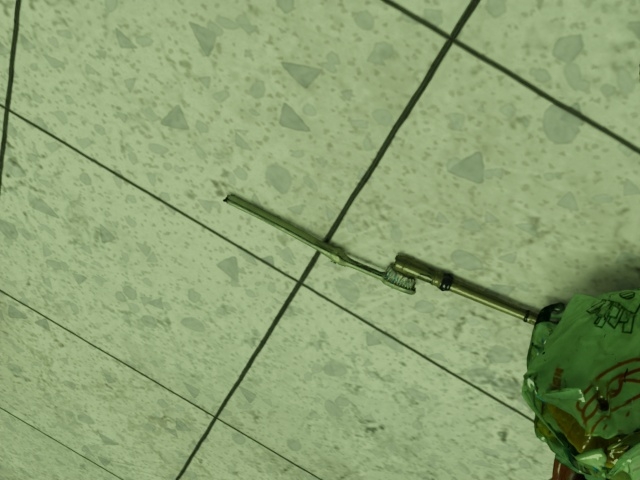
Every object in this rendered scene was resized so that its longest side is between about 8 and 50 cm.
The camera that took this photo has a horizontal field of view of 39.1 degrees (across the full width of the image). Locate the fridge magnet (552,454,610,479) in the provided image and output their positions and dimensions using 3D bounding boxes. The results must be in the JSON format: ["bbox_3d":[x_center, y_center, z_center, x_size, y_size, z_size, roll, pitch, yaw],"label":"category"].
[{"bbox_3d":[0.439,0.332,1.099,0.364,0.155,0.363,-2,87,45],"label":"fridge magnet"}]

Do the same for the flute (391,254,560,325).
[{"bbox_3d":[0.203,0.072,1.180,0.233,0.027,0.027,22,139,9],"label":"flute"}]

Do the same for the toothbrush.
[{"bbox_3d":[-0.002,0.004,1.234,0.294,0.026,0.028,23,121,8],"label":"toothbrush"}]

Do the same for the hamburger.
[{"bbox_3d":[0.327,0.167,1.013,0.150,0.260,0.276,11,154,-42],"label":"hamburger"}]
